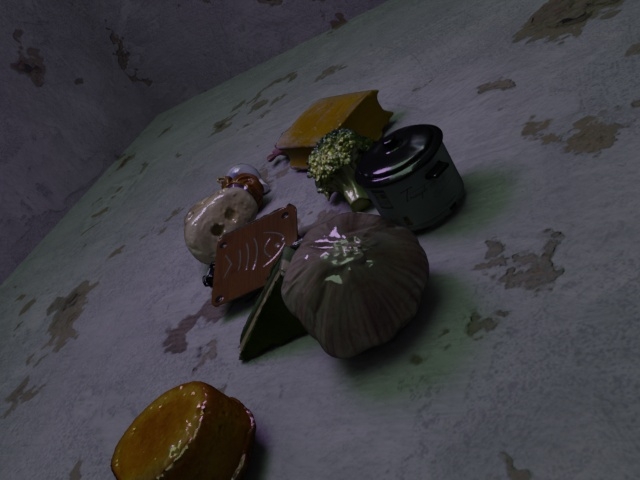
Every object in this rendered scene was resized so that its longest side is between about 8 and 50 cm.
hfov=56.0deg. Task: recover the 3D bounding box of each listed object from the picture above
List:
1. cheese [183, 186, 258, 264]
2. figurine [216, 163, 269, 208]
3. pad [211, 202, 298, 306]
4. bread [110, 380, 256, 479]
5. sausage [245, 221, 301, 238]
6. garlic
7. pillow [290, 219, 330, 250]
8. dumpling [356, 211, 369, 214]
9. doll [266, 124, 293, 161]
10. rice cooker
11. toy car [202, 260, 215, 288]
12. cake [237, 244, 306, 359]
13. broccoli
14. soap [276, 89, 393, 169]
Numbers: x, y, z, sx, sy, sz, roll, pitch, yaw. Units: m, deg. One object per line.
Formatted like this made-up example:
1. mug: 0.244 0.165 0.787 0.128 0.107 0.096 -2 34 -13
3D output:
1. cheese: -0.335 -0.051 1.965 0.251 0.173 0.248 -23 31 34
2. figurine: -0.278 -0.188 2.157 0.189 0.142 0.263 -1 25 -8
3. pad: -0.185 0.037 1.715 0.284 0.018 0.287 -24 41 17
4. bread: -0.269 0.422 1.196 0.312 0.172 0.312 -29 28 17
5. sausage: -0.149 -0.010 1.825 0.078 0.078 0.304 -47 30 -20
6. garlic: 0.073 0.073 1.254 0.317 0.259 0.317 -4 67 10
7. pillow: 0.000 0.000 1.572 0.141 0.055 0.208 -31 -12 2
8. dumpling: 0.094 0.008 1.518 0.111 0.181 0.155 40 104 26
9. doll: -0.103 -0.389 2.318 0.262 0.093 0.211 -35 10 23
10. rice cooker: 0.219 -0.165 1.499 0.241 0.227 0.280 -44 29 -15
11. toy car: -0.278 0.095 1.807 0.170 0.070 0.080 -24 31 17
12. cake: -0.079 0.186 1.479 0.284 0.172 0.158 -61 11 25
13. broccoli: 0.091 -0.199 1.757 0.263 0.247 0.243 -61 41 48
14. soap: 0.048 -0.378 2.093 0.293 0.156 0.335 -52 31 -19
